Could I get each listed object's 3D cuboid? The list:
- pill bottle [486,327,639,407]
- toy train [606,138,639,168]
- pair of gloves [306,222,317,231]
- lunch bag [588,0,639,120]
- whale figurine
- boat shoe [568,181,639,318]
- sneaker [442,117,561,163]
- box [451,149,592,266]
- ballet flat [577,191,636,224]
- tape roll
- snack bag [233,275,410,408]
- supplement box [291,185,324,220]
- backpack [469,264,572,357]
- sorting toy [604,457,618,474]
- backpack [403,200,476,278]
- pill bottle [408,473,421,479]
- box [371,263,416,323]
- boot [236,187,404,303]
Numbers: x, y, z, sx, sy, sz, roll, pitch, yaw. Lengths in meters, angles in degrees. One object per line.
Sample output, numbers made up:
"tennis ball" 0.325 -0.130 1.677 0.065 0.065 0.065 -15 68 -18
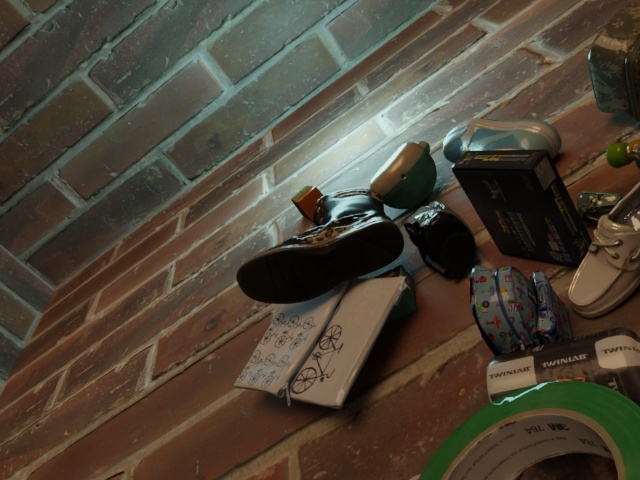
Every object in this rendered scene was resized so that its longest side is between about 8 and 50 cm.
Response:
"pill bottle" 0.364 0.194 0.766 0.246 0.130 0.130 -23 31 31
"toy train" 0.558 -0.157 0.982 0.248 0.105 0.143 -7 2 -23
"pair of gloves" 0.036 -0.039 1.642 0.204 0.042 0.240 -27 28 24
"lunch bag" 0.730 -0.385 1.113 0.305 0.212 0.256 -46 44 -10
"whale figurine" 0.229 -0.166 1.522 0.216 0.141 0.272 -48 2 9
"boat shoe" 0.479 -0.006 0.905 0.277 0.096 0.098 -57 31 6
"sneaker" 0.374 -0.182 1.334 0.208 0.127 0.319 -49 27 -20
"box" 0.367 -0.060 1.035 0.059 0.232 0.183 -45 27 -17
"ballet flat" 0.546 -0.052 1.000 0.070 0.070 0.188 -52 27 -21
"tape roll" 0.229 0.298 0.603 0.321 0.077 0.321 -41 11 10
"snack bag" -0.005 0.200 1.204 0.343 0.037 0.323 -4 44 49
"supplement box" -0.034 -0.118 1.752 0.078 0.080 0.233 -41 8 -3
"backpack" 0.314 0.113 0.906 0.117 0.173 0.158 -23 31 31
"sorting toy" 0.318 0.357 0.636 0.365 0.127 0.126 -49 4 -21
"backpack" 0.257 -0.013 1.229 0.115 0.152 0.182 -34 14 0
"pill bottle" 0.164 0.396 0.773 0.078 0.078 0.137 -37 27 6
"box" 0.091 0.150 1.261 0.244 0.060 0.100 -28 29 24
"boot" 0.000 0.000 1.338 0.378 0.138 0.284 -21 22 11
